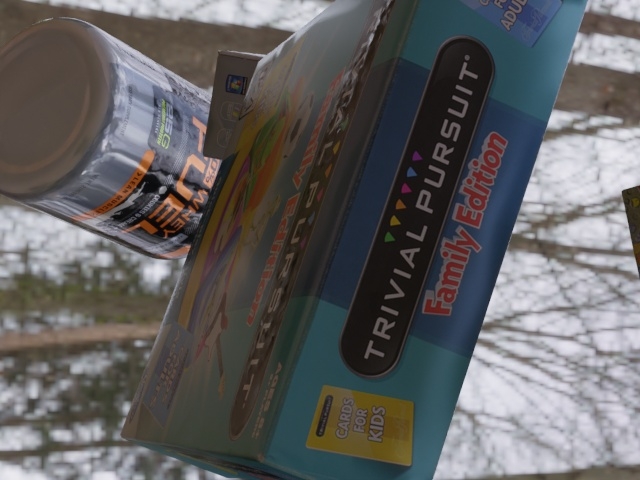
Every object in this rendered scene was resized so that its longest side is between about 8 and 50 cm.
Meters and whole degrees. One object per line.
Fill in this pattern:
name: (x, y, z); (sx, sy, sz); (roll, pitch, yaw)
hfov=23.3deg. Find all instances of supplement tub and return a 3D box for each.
supplement tub: (-0.200, -0.093, 1.639); (0.194, 0.316, 0.193); (-10, -110, 29)

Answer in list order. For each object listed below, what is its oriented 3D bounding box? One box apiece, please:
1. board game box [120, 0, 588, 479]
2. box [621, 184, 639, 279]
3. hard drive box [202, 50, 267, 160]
board game box: (0.000, 0.000, 0.809); (0.336, 0.079, 0.253); (161, -50, -72)
box: (0.335, 0.034, 0.678); (0.290, 0.279, 0.177); (-18, -104, 33)
hard drive box: (0.039, -0.097, 1.303); (0.232, 0.181, 0.089); (10, -82, 11)
